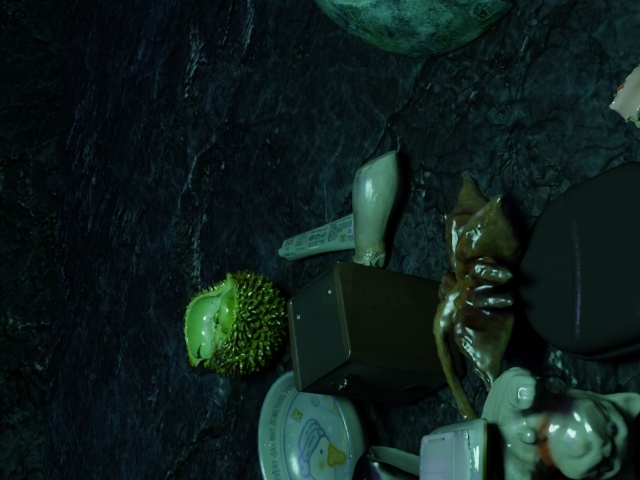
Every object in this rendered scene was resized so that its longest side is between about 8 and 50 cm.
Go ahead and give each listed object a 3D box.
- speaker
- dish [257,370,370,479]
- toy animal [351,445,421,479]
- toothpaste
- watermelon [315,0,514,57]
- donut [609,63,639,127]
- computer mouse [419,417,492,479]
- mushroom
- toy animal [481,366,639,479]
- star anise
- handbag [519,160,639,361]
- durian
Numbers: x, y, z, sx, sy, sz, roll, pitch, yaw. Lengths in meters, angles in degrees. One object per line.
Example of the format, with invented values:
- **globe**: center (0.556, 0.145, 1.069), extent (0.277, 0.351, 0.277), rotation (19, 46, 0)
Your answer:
- **speaker**: center (0.087, 0.152, 1.556), extent (0.153, 0.230, 0.193), rotation (-40, 49, 44)
- **dish**: center (0.019, 0.354, 1.681), extent (0.273, 0.133, 0.274), rotation (1, 91, 54)
- **toy animal**: center (0.109, 0.442, 1.486), extent (0.187, 0.165, 0.235), rotation (19, 97, 59)
- **toothpaste**: center (0.000, -0.001, 1.914), extent (0.268, 0.047, 0.069), rotation (-18, 46, 51)
- **watermelon**: center (0.154, -0.461, 1.710), extent (0.387, 0.228, 0.258), rotation (4, 74, 52)
- **donut**: center (0.455, -0.184, 1.262), extent (0.166, 0.065, 0.117), rotation (46, 119, 51)
- **computer mouse**: center (0.184, 0.300, 1.293), extent (0.245, 0.056, 0.126), rotation (126, 148, -71)
- **mushroom**: center (0.099, -0.050, 1.750), extent (0.116, 0.093, 0.225), rotation (165, 105, -74)
- **toy animal**: center (0.298, 0.314, 1.284), extent (0.266, 0.188, 0.308), rotation (176, 94, -78)
- **star anise**: center (0.221, 0.074, 1.416), extent (0.292, 0.108, 0.350), rotation (-82, -5, -57)
- **handbag**: center (0.384, 0.024, 1.274), extent (0.308, 0.093, 0.254), rotation (-28, 57, 50)
- **durian**: center (-0.166, 0.173, 1.991), extent (0.237, 0.176, 0.200), rotation (-42, 36, 35)
